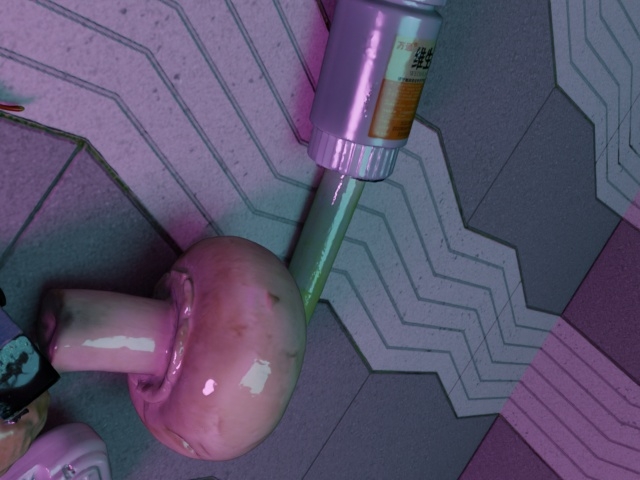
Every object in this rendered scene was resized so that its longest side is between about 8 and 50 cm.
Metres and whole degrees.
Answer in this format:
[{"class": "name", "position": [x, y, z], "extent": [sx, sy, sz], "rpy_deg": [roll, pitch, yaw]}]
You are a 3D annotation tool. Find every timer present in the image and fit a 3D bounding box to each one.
[{"class": "timer", "position": [-0.397, 0.372, 1.007], "extent": [0.262, 0.087, 0.237], "rpy_deg": [-37, 158, -31]}]

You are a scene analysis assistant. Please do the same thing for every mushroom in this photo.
[{"class": "mushroom", "position": [-0.194, 0.139, 0.999], "extent": [0.336, 0.314, 0.314], "rpy_deg": [9, 109, -32]}]

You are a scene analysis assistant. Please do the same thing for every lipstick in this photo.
[{"class": "lipstick", "position": [0.000, 0.000, 1.279], "extent": [0.076, 0.076, 0.304], "rpy_deg": [3, 112, -52]}]

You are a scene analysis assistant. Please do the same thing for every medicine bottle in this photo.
[{"class": "medicine bottle", "position": [0.081, -0.259, 1.112], "extent": [0.158, 0.158, 0.318], "rpy_deg": [-11, 124, -47]}]

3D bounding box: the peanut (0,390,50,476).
[{"class": "peanut", "position": [-0.455, 0.261, 0.851], "extent": [0.325, 0.140, 0.153], "rpy_deg": [-45, 164, -15]}]

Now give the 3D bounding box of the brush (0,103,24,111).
[{"class": "brush", "position": [-0.346, -0.148, 0.781], "extent": [0.083, 0.019, 0.021], "rpy_deg": [1, 105, -50]}]

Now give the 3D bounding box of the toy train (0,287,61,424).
[{"class": "toy train", "position": [-0.431, 0.159, 0.752], "extent": [0.298, 0.194, 0.120], "rpy_deg": [-41, 143, -23]}]
